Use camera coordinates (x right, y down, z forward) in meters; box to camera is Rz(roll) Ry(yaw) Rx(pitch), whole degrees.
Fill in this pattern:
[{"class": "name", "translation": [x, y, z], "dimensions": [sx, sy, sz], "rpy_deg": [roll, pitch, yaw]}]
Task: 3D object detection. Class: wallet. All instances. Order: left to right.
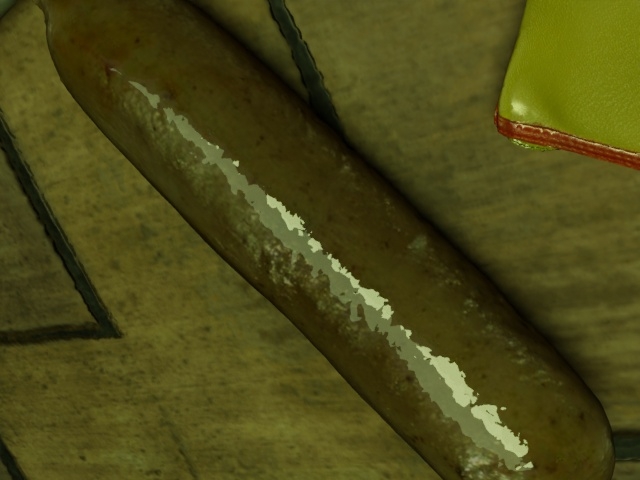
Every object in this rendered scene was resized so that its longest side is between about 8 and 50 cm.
[{"class": "wallet", "translation": [0.221, -0.087, 0.375], "dimensions": [0.241, 0.067, 0.141], "rpy_deg": [24, 130, 21]}]

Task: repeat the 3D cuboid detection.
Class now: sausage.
[{"class": "sausage", "translation": [0.000, -0.001, 0.495], "dimensions": [0.501, 0.136, 0.123], "rpy_deg": [45, 105, 2]}]

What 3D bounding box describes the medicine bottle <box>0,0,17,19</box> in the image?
[{"class": "medicine bottle", "translation": [-0.292, -0.221, 0.527], "dimensions": [0.258, 0.143, 0.143], "rpy_deg": [-25, 102, 35]}]
